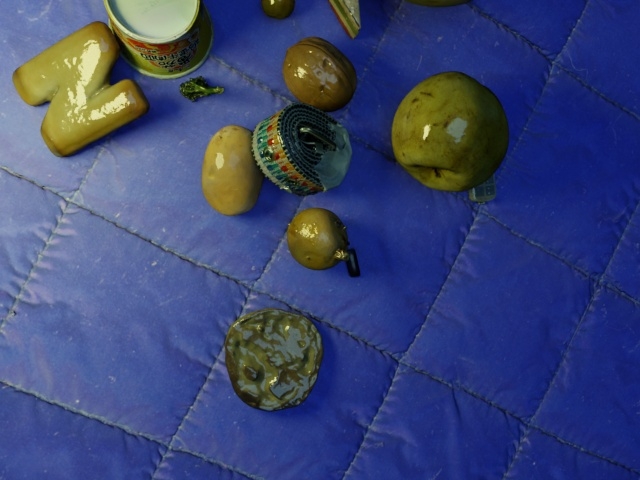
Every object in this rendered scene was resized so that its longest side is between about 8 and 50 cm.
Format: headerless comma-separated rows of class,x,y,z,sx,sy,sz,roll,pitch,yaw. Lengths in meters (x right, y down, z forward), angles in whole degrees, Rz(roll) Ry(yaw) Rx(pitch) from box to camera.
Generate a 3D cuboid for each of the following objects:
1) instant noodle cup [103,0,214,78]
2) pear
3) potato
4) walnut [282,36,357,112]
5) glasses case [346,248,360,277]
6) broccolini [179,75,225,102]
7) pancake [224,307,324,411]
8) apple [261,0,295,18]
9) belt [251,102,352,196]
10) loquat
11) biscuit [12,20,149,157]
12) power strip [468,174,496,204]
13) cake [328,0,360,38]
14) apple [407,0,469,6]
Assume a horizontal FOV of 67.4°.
instant noodle cup,-0.388,-0.538,1.141,0.265,0.200,0.263,-1,95,-12
pear,0.338,-0.292,1.265,0.305,0.304,0.303,-1,94,-11
potato,-0.228,-0.179,1.236,0.151,0.146,0.233,8,93,20
walnut,-0.004,-0.429,1.248,0.207,0.167,0.167,38,86,-9
glasses case,0.092,0.066,1.367,0.034,0.023,0.083,-14,96,-12
broccolini,-0.284,-0.383,1.181,0.074,0.201,0.058,-45,119,-19
pancake,-0.126,0.328,1.329,0.295,0.049,0.293,0,90,-10
apple,-0.110,-0.618,1.247,0.090,0.089,0.074,10,106,-12
belt,-0.040,-0.225,1.224,0.258,0.150,0.206,23,67,-38
loquat,0.000,0.000,1.269,0.150,0.205,0.172,-29,133,-38
biscuit,-0.575,-0.352,1.141,0.291,0.062,0.236,-21,101,13
power strip,0.474,-0.220,1.422,0.080,0.029,0.226,-8,95,-11
cake,0.040,-0.660,1.276,0.117,0.086,0.220,-3,94,-12
apple,0.277,-0.811,1.143,0.475,0.474,0.472,-1,94,-11
